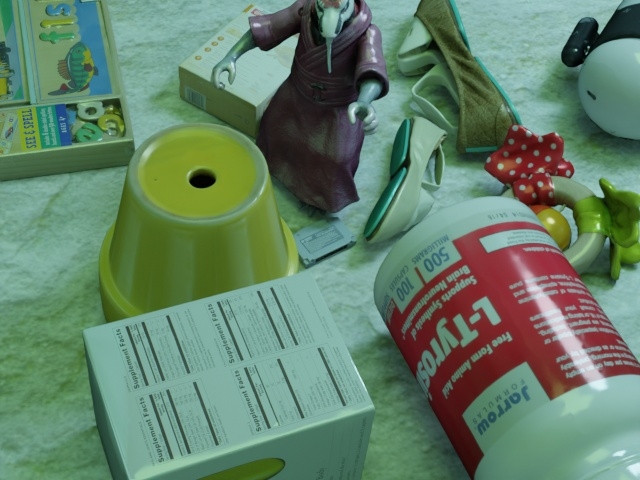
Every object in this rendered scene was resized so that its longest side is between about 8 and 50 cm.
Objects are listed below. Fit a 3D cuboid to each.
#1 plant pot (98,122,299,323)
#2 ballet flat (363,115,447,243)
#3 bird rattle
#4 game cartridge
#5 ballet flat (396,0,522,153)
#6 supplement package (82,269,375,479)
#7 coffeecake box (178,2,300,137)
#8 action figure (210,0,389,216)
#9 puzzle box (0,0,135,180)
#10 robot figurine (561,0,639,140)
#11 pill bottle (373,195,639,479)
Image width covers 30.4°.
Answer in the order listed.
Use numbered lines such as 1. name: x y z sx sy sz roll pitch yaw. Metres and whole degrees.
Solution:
1. plant pot: -0.148 -0.004 1.440 0.254 0.239 0.254 3 51 -3
2. ballet flat: 0.128 -0.078 1.634 0.086 0.086 0.248 14 50 7
3. bird rattle: 0.309 -0.038 1.587 0.253 0.143 0.207 36 72 26
4. game cartridge: 0.000 0.000 1.594 0.083 0.017 0.056 -25 60 -23
5. ballet flat: 0.189 -0.258 1.781 0.124 0.116 0.342 -22 57 2
6. supplement package: -0.105 0.195 1.302 0.263 0.199 0.198 -14 54 -16
7. coffeecake box: -0.100 -0.258 1.765 0.142 0.068 0.185 29 54 19
8. action figure: 0.024 -0.214 1.544 0.248 0.370 0.276 33 51 18
9. puzzle box: -0.437 -0.258 1.747 0.272 0.052 0.409 -9 52 -12
10. robot figurine: 0.495 -0.270 1.765 0.209 0.173 0.278 -11 33 46
11. pill bottle: 0.240 0.163 1.339 0.229 0.229 0.407 -16 53 -17
